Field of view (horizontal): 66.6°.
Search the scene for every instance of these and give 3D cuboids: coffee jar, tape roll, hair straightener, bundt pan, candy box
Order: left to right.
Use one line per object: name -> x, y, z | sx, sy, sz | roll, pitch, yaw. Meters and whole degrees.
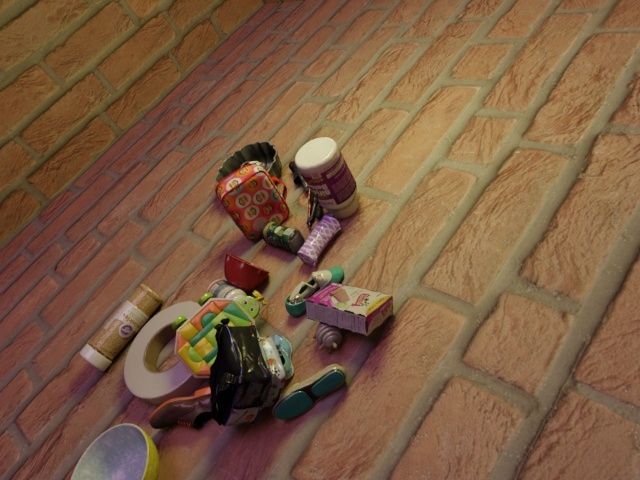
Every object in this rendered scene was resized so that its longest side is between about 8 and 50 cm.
tape roll -> -0.541, 0.405, 1.788 | 0.391, 0.072, 0.392 | -17, 46, 18
bundt pan -> -0.318, -0.307, 2.259 | 0.330, 0.124, 0.331 | -17, 46, 18
coffee jar -> -0.154, -0.015, 1.915 | 0.184, 0.096, 0.079 | 18, 60, 41
hair straightener -> -0.013, -0.142, 1.966 | 0.088, 0.047, 0.231 | -8, 56, 25
candy box -> 0.090, 0.209, 1.531 | 0.233, 0.071, 0.159 | 10, 24, 36

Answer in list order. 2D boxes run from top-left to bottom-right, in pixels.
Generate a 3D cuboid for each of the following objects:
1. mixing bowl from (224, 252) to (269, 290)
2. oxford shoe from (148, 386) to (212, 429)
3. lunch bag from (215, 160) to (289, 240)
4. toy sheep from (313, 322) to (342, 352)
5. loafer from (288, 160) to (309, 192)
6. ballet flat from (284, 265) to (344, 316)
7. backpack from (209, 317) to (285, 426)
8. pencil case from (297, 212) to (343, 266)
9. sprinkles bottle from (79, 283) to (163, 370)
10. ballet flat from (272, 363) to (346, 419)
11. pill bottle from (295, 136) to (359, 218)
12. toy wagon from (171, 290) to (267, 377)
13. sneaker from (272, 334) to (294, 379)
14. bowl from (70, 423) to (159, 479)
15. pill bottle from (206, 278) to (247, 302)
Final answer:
mixing bowl -> -0.293, 0.126, 1.835 | 0.181, 0.181, 0.098 | 22, 85, 42
oxford shoe -> -0.433, 0.561, 1.566 | 0.271, 0.097, 0.099 | -25, 49, 9
lunch bag -> -0.255, -0.165, 1.968 | 0.258, 0.293, 0.120 | -34, 44, -6
toy sheep -> 0.026, 0.299, 1.531 | 0.091, 0.091, 0.132 | -36, 37, -3
loafer -> -0.089, -0.280, 2.129 | 0.078, 0.076, 0.223 | -33, 46, -11
ballet flat -> -0.023, 0.161, 1.682 | 0.247, 0.087, 0.083 | -40, 43, -8
backpack -> -0.235, 0.416, 1.472 | 0.264, 0.213, 0.277 | -65, 27, 24
pencil case -> 0.000, 0.000, 1.823 | 0.088, 0.086, 0.206 | 29, 70, 19
sprinkles bottle -> -0.794, 0.345, 1.957 | 0.121, 0.121, 0.355 | 18, 63, 41
ballet flat -> -0.033, 0.444, 1.451 | 0.248, 0.086, 0.086 | -30, 43, 2
pill bottle -> 0.038, -0.224, 1.836 | 0.169, 0.302, 0.169 | -17, 44, 17
toy wagon -> -0.328, 0.299, 1.654 | 0.344, 0.068, 0.267 | -43, 79, -11
sneaker -> -0.128, 0.365, 1.571 | 0.063, 0.073, 0.162 | -29, 43, 5
bowl -> -0.588, 0.722, 1.464 | 0.289, 0.156, 0.290 | -16, 45, 17
pill bottle -> -0.332, 0.221, 1.800 | 0.180, 0.108, 0.108 | 22, 65, 41
